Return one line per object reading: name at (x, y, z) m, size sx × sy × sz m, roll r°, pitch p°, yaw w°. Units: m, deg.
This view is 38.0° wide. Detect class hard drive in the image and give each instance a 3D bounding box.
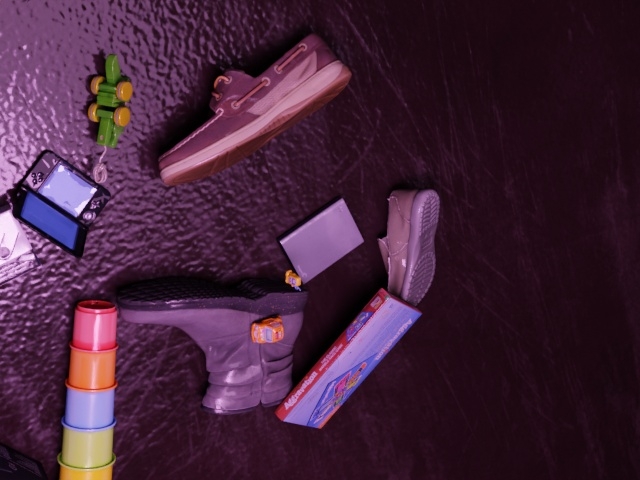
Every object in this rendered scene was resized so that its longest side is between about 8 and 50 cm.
hard drive at (0.000, 0.000, 1.599) m, size 0.135 × 0.022 × 0.094 m, roll -35°, pitch 117°, yaw -15°

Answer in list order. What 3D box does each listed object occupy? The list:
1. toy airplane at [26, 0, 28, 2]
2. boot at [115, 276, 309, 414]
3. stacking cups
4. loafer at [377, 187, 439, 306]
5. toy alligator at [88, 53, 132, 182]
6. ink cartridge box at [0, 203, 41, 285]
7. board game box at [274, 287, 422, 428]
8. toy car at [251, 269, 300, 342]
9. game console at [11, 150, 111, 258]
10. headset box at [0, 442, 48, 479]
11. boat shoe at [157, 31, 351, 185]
toy airplane at (-0.442, -0.385, 1.260) m, size 0.151 × 0.028 × 0.151 m, roll -6°, pitch 101°, yaw -30°
boot at (-0.172, 0.180, 1.504) m, size 0.338 × 0.118 × 0.222 m, roll 3°, pitch 103°, yaw -29°
stacking cups at (-0.351, 0.253, 1.446) m, size 0.096 × 0.096 × 0.316 m, roll 3°, pitch 101°, yaw -28°
loafer at (0.152, 0.015, 1.658) m, size 0.094 × 0.087 × 0.251 m, roll -23°, pitch 127°, yaw -48°
toy alligator at (-0.307, -0.180, 1.377) m, size 0.051 × 0.056 × 0.189 m, roll -19°, pitch 119°, yaw -66°
ink cartridge box at (-0.518, 0.038, 1.327) m, size 0.207 × 0.046 × 0.097 m, roll -29°, pitch 114°, yaw -18°
board game box at (0.051, 0.209, 1.613) m, size 0.281 × 0.027 × 0.145 m, roll -49°, pitch 147°, yaw 7°
toy car at (-0.068, 0.109, 1.472) m, size 0.060 × 0.040 × 0.122 m, roll 7°, pitch 102°, yaw -42°
game console at (-0.376, -0.053, 1.361) m, size 0.122 × 0.071 × 0.107 m, roll 38°, pitch 85°, yaw -31°
headset box at (-0.498, 0.372, 1.292) m, size 0.246 × 0.283 × 0.131 m, roll 38°, pitch 84°, yaw -31°
boat shoe at (-0.119, -0.210, 1.443) m, size 0.342 × 0.123 × 0.123 m, roll -34°, pitch 87°, yaw -10°
